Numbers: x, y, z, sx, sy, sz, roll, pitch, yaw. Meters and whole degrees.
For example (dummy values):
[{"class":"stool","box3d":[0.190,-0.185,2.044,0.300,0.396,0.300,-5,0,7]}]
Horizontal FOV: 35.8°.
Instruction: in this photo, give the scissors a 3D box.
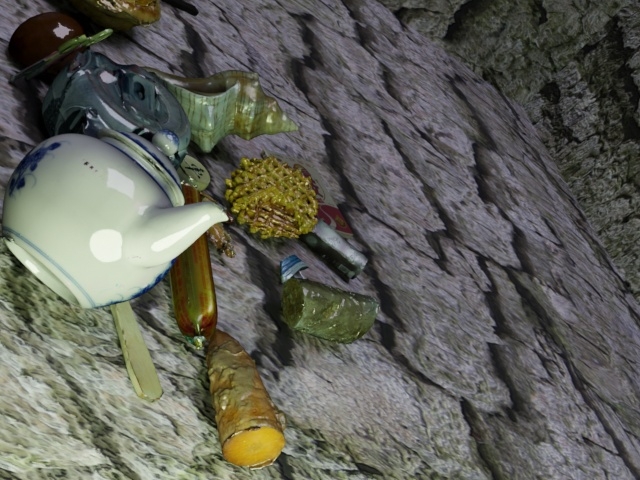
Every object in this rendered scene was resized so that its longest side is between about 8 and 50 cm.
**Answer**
[{"class":"scissors","box3d":[-0.455,-0.319,1.719,0.020,0.187,0.133,63,22,-8]}]

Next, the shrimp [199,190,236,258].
[{"class":"shrimp","box3d":[-0.190,-0.029,1.837,0.178,0.034,0.124,48,18,22]}]

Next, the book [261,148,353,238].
[{"class":"book","box3d":[-0.030,-0.104,2.207,0.162,0.022,0.232,15,37,-47]}]

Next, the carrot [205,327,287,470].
[{"class":"carrot","box3d":[-0.128,0.219,1.481,0.102,0.102,0.263,26,23,-34]}]

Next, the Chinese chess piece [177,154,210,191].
[{"class":"Chinese chess piece","box3d":[-0.250,-0.128,1.896,0.084,0.034,0.084,35,25,-20]}]

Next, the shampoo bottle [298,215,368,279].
[{"class":"shampoo bottle","box3d":[0.001,-0.001,2.047,0.208,0.057,0.063,38,42,-5]}]

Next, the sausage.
[{"class":"sausage","box3d":[-0.212,0.045,1.632,0.082,0.082,0.371,27,30,-32]}]

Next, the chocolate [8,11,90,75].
[{"class":"chocolate","box3d":[-0.500,-0.353,1.815,0.124,0.127,0.133,12,21,25]}]

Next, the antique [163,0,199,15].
[{"class":"antique","box3d":[-0.385,-0.609,2.482,0.192,0.015,0.031,16,36,-46]}]

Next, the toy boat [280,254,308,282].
[{"class":"toy boat","box3d":[-0.037,0.092,1.889,0.105,0.034,0.149,12,51,-53]}]

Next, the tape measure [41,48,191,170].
[{"class":"tape measure","box3d":[-0.350,-0.208,1.739,0.256,0.147,0.275,21,34,-41]}]

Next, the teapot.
[{"class":"teapot","box3d":[-0.297,-0.055,1.395,0.424,0.280,0.252,21,-27,41]}]

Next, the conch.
[{"class":"conch","box3d":[-0.235,-0.265,2.019,0.386,0.169,0.203,1,11,-9]}]

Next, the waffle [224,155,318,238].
[{"class":"waffle","box3d":[-0.091,-0.083,1.968,0.193,0.070,0.197,-1,52,-34]}]

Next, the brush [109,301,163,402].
[{"class":"brush","box3d":[-0.299,0.101,1.475,0.085,0.020,0.336,17,36,-45]}]

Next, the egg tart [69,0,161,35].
[{"class":"egg tart","box3d":[-0.466,-0.526,2.130,0.291,0.107,0.291,30,25,-16]}]

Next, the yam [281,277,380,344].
[{"class":"yam","box3d":[0.009,0.128,1.796,0.183,0.107,0.107,20,33,-37]}]
